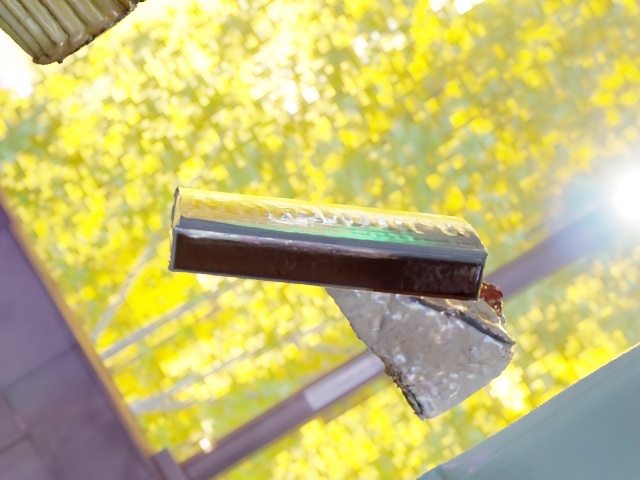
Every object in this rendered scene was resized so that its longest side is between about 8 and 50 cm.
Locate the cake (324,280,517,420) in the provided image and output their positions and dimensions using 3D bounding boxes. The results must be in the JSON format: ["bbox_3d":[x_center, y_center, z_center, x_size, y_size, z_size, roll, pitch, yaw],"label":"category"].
[{"bbox_3d":[0.074,0.040,1.313,0.220,0.116,0.086,57,7,-33],"label":"cake"}]

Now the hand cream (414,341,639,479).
[{"bbox_3d":[0.152,0.076,0.636,0.320,0.067,0.109,-42,-110,40],"label":"hand cream"}]

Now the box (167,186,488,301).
[{"bbox_3d":[0.000,0.000,0.976,0.115,0.177,0.036,-117,-147,-77],"label":"box"}]

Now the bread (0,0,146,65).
[{"bbox_3d":[-0.133,-0.264,1.140,0.156,0.288,0.204,51,11,-21],"label":"bread"}]
